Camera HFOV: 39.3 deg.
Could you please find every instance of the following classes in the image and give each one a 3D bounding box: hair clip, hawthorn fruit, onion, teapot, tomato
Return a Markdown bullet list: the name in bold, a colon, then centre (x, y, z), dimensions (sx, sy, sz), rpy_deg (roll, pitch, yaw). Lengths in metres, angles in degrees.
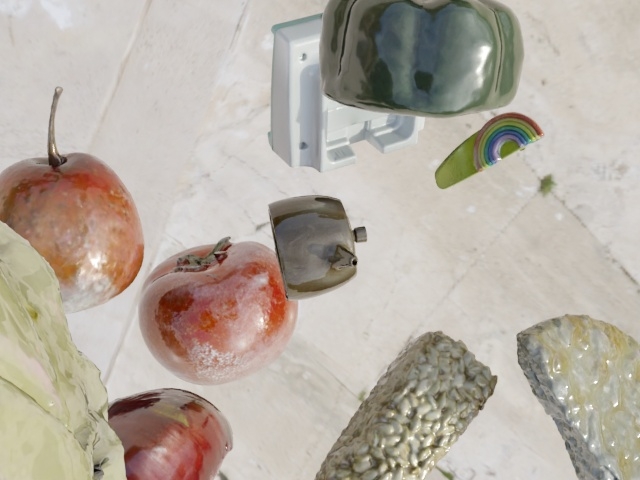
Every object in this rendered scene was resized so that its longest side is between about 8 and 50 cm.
- **hair clip**: centre (0.225, -0.126, 1.260), dimensions (0.033, 0.188, 0.060), rpy_deg (-4, 68, -45)
- **hawthorn fruit**: centre (-0.362, -0.016, 1.265), dimensions (0.231, 0.235, 0.263), rpy_deg (29, 56, -38)
- **onion**: centre (-0.195, 0.247, 0.903), dimensions (0.161, 0.248, 0.248), rpy_deg (27, 88, -11)
- **teapot**: centre (0.000, 0.000, 0.672), dimensions (0.068, 0.121, 0.076), rpy_deg (-12, 108, -5)
- **tomato**: centre (-0.163, 0.122, 1.484), dimensions (0.270, 0.270, 0.227), rpy_deg (-21, 106, -10)

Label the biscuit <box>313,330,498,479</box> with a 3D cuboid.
- **biscuit**: centre (0.063, 0.146, 0.698), dimensions (0.070, 0.082, 0.168), rpy_deg (43, 71, -2)

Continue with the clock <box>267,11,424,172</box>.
- **clock**: centre (0.058, -0.237, 1.375), dimensions (0.262, 0.116, 0.231), rpy_deg (-19, 139, -23)

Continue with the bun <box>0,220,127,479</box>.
- **bun**: centre (-0.220, 0.129, 0.463), dimensions (0.234, 0.326, 0.362), rpy_deg (-2, 74, -6)

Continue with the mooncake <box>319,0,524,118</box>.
- **mooncake**: centre (0.086, -0.163, 0.770), dimensions (0.175, 0.168, 0.104), rpy_deg (4, 103, -4)

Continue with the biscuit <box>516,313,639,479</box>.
- **biscuit**: centre (0.246, 0.162, 0.689), dimensions (0.141, 0.038, 0.290), rpy_deg (-37, 102, -36)
